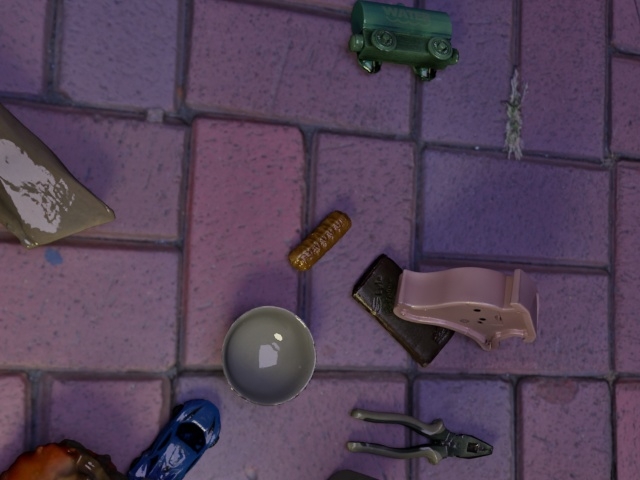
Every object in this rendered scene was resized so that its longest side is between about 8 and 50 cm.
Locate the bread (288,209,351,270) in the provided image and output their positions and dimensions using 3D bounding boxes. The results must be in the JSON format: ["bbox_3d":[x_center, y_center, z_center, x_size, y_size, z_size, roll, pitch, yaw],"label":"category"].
[{"bbox_3d":[0.000,0.000,1.969,0.052,0.044,0.157,47,70,-4],"label":"bread"}]

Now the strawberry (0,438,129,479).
[{"bbox_3d":[-0.464,0.507,1.677,0.336,0.149,0.265,-41,61,0],"label":"strawberry"}]

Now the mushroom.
[{"bbox_3d":[-0.554,-0.136,1.723,0.154,0.137,0.407,-45,98,-7],"label":"mushroom"}]

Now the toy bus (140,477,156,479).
[{"bbox_3d":[-0.330,0.504,1.749,0.072,0.057,0.172,30,100,-1],"label":"toy bus"}]

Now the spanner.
[{"bbox_3d":[0.207,0.406,2.009,0.324,0.040,0.096,12,81,-18],"label":"spanner"}]

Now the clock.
[{"bbox_3d":[0.304,0.141,1.985,0.275,0.290,0.080,1,65,22],"label":"clock"}]

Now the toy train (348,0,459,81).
[{"bbox_3d":[0.173,-0.429,2.063,0.248,0.101,0.159,4,67,-21],"label":"toy train"}]

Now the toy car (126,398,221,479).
[{"bbox_3d":[-0.263,0.389,1.816,0.103,0.063,0.216,42,72,-11],"label":"toy car"}]

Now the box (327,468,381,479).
[{"bbox_3d":[0.014,0.595,1.724,0.111,0.396,0.396,47,72,-12],"label":"box"}]

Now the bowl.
[{"bbox_3d":[-0.108,0.221,1.883,0.189,0.086,0.189,2,84,-19],"label":"bowl"}]

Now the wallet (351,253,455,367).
[{"bbox_3d":[0.175,0.143,2.028,0.232,0.031,0.122,45,71,-12],"label":"wallet"}]
